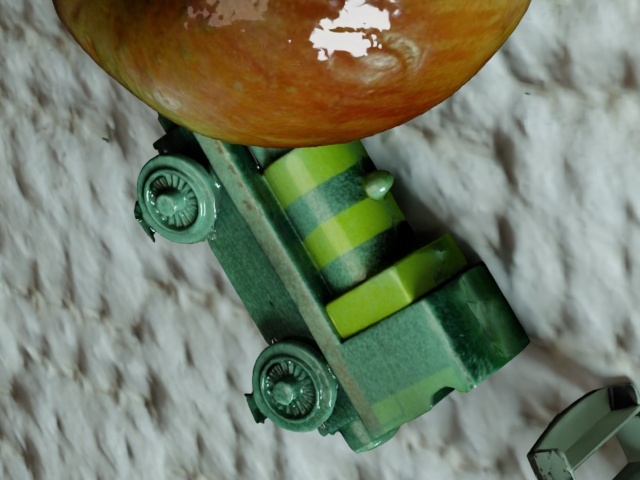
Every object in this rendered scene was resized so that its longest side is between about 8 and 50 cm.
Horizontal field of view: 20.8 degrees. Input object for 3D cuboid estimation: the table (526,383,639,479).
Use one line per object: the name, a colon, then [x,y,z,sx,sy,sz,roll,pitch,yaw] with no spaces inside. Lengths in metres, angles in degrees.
table: [0.137,0.168,0.748,0.062,0.146,0.175,-12,106,47]

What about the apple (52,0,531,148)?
apple: [-0.011,-0.117,0.698,0.195,0.173,0.160,15,120,39]

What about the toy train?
toy train: [0.000,0.000,0.833,0.132,0.083,0.200,-31,91,37]
